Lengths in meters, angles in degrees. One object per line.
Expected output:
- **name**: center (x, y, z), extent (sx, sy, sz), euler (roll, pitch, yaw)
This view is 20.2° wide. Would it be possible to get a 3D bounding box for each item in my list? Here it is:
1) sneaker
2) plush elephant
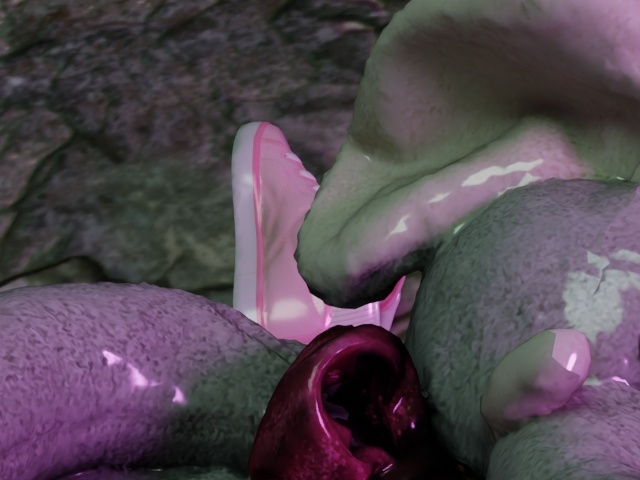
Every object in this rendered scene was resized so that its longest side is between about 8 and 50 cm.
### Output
- **sneaker**: center (0.000, 0.000, 0.736), extent (0.070, 0.051, 0.134), euler (-9, 44, 6)
- **plush elephant**: center (0.027, 0.085, 0.460), extent (0.255, 0.272, 0.330), euler (-34, 11, 17)
